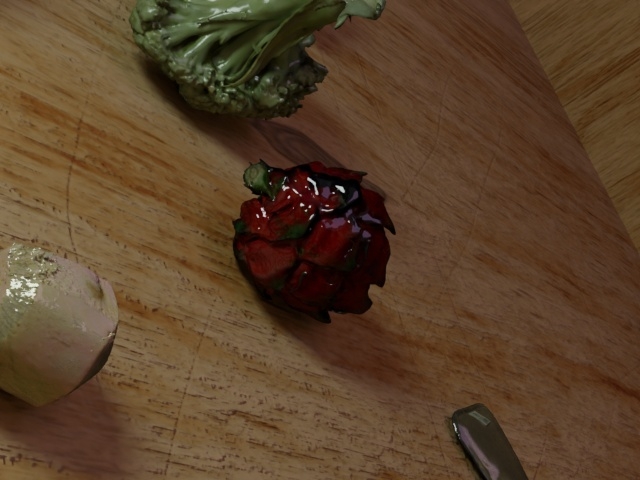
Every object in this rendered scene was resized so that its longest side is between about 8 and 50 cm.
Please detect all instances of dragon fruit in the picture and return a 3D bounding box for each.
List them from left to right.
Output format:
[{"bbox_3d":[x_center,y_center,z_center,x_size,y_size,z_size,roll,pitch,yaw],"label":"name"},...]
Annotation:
[{"bbox_3d":[-0.004,-0.002,1.328,0.189,0.182,0.182,6,54,-58],"label":"dragon fruit"}]

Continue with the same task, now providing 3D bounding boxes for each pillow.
[{"bbox_3d":[0.243,0.312,1.543,0.130,0.033,0.217,-5,63,-60],"label":"pillow"}]

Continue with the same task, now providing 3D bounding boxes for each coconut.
[{"bbox_3d":[-0.214,0.067,0.913,0.122,0.116,0.116,35,31,-37],"label":"coconut"}]

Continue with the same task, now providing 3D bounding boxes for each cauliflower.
[{"bbox_3d":[-0.076,-0.295,1.432,0.260,0.281,0.327,53,36,4],"label":"cauliflower"}]
